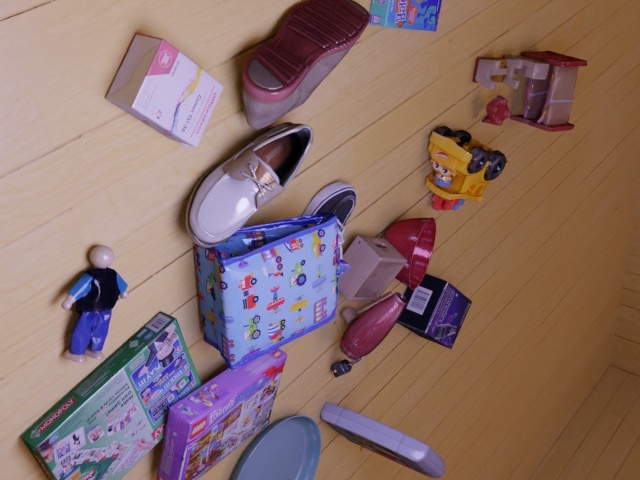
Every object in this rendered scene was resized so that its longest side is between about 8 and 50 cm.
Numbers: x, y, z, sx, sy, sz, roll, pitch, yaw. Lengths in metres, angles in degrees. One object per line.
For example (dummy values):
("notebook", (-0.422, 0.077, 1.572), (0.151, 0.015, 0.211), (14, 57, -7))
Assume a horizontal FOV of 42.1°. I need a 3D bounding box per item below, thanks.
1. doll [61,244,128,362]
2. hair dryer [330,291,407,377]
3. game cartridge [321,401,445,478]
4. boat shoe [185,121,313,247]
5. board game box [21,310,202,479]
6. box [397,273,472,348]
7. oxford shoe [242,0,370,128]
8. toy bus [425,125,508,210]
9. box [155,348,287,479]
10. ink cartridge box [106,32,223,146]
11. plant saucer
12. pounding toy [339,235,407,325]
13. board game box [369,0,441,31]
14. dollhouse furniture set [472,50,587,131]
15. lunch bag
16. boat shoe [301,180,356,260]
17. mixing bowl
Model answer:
("doll", (-0.362, 0.099, 1.325), (0.129, 0.046, 0.189), (-1, 108, -55))
("hair dryer", (0.122, 0.196, 1.958), (0.223, 0.080, 0.293), (-47, 177, -31))
("game cartridge", (0.148, 0.485, 2.025), (0.060, 0.294, 0.196), (-60, 145, -20))
("boat shoe", (-0.122, -0.112, 1.465), (0.113, 0.103, 0.302), (48, 57, -18))
("board game box", (-0.348, 0.303, 1.455), (0.317, 0.046, 0.213), (-44, 140, -33))
("box", (0.308, 0.189, 2.257), (0.207, 0.108, 0.153), (32, 80, -55))
("oxford shoe", (-0.034, -0.333, 1.524), (0.348, 0.123, 0.130), (-44, 165, -34))
("toy bus", (0.339, -0.165, 2.101), (0.220, 0.149, 0.211), (3, 121, -53))
("box", (-0.191, 0.345, 1.636), (0.293, 0.057, 0.201), (-29, 143, -50))
("ink cartridge box", (-0.229, -0.226, 1.315), (0.198, 0.067, 0.115), (30, 82, -56))
("plant saucer", (-0.113, 0.544, 1.919), (0.317, 0.043, 0.318), (-31, 131, -42))
("pounding toy", (0.098, 0.094, 1.934), (0.181, 0.094, 0.206), (6, 125, -56))
("board game box", (0.189, -0.530, 1.757), (0.210, 0.047, 0.160), (-14, 119, -50))
("dollhouse furniture set", (0.539, -0.406, 2.264), (0.374, 0.152, 0.201), (-9, 116, -34))
("lunch bag", (-0.071, 0.078, 1.553), (0.293, 0.138, 0.221), (-15, 118, -27))
("boat shoe", (-0.001, -0.003, 1.722), (0.306, 0.105, 0.113), (-45, 139, -32))
("mixing bowl", (0.204, 0.020, 2.013), (0.181, 0.098, 0.181), (16, 90, -70))
